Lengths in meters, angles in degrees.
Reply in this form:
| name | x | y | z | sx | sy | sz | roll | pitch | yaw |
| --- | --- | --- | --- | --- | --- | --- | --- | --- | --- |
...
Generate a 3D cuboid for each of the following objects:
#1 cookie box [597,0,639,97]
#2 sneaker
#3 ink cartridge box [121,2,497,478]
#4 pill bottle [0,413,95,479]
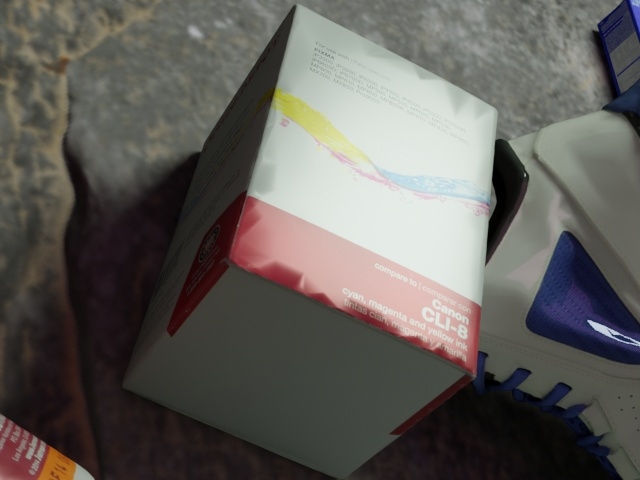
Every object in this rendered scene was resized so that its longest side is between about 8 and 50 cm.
| name | x | y | z | sx | sy | sz | roll | pitch | yaw |
| --- | --- | --- | --- | --- | --- | --- | --- | --- | --- |
| cookie box | 0.275 | -0.130 | 0.910 | 0.092 | 0.040 | 0.107 | 12 | 53 | -27 |
| sneaker | 0.151 | 0.071 | 0.635 | 0.182 | 0.127 | 0.315 | -13 | 89 | 4 |
| ink cartridge box | 0.000 | 0.000 | 0.581 | 0.127 | 0.128 | 0.176 | 25 | 49 | -15 |
| pill bottle | -0.198 | 0.076 | 0.397 | 0.221 | 0.121 | 0.121 | 36 | 46 | -11 |
